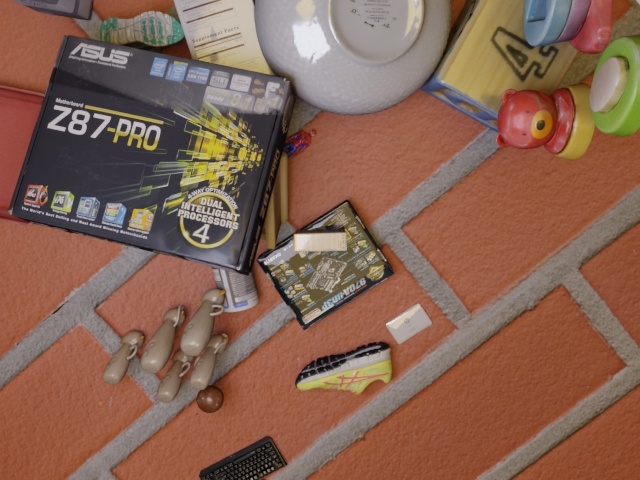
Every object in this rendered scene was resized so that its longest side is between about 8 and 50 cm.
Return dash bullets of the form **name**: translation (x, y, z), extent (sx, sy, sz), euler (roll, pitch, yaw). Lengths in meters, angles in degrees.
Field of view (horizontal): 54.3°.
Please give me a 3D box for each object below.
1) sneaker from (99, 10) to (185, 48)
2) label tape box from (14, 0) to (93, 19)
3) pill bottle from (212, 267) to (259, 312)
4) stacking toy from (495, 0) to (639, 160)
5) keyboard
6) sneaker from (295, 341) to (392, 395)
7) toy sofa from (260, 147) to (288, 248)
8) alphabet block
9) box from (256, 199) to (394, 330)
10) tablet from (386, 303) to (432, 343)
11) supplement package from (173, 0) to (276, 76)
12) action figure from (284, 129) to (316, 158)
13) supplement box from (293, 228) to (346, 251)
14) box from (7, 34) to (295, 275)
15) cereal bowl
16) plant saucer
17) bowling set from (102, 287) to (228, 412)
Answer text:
- **sneaker**: translation (-0.319, -0.384, 1.153), extent (0.167, 0.076, 0.064), euler (6, 99, 16)
- **label tape box**: translation (-0.464, -0.512, 1.009), extent (0.106, 0.333, 0.240), euler (11, 100, -2)
- **pill bottle**: translation (-0.173, 0.067, 1.239), extent (0.078, 0.078, 0.137), euler (-11, 100, 2)
- **stacking toy**: translation (0.352, -0.274, 0.894), extent (0.131, 0.279, 0.308), euler (3, 96, -2)
- **keyboard**: translation (-0.161, 0.506, 1.342), extent (0.180, 0.023, 0.108), euler (-29, 99, 5)
- **sneaker**: translation (0.052, 0.282, 1.275), extent (0.209, 0.081, 0.094), euler (-15, 102, 2)
- **toy sofa**: translation (-0.243, -0.101, 1.179), extent (0.363, 0.177, 0.150), euler (4, 124, 4)
- **alphabet block**: translation (0.320, -0.321, 1.118), extent (0.194, 0.192, 0.197), euler (28, 98, -6)
- **box**: translation (0.010, 0.049, 1.249), extent (0.220, 0.051, 0.175), euler (-33, 98, 5)
- **tablet**: translation (0.184, 0.173, 1.294), extent (0.083, 0.006, 0.054), euler (-34, 98, 5)
- **supplement package**: translation (-0.164, -0.356, 1.136), extent (0.134, 0.139, 0.244), euler (-16, 98, 2)
- **action figure**: translation (-0.057, -0.181, 1.223), extent (0.115, 0.030, 0.038), euler (-35, 93, 4)
- **supplement box**: translation (0.000, 0.000, 1.183), extent (0.099, 0.062, 0.036), euler (-1, 97, 2)
- **box**: translation (-0.268, -0.141, 1.024), extent (0.395, 0.097, 0.318), euler (14, 81, 7)
- **cereal bowl**: translation (0.068, -0.371, 1.026), extent (0.339, 0.141, 0.338), euler (-4, 106, -14)
- **plant saucer**: translation (-0.663, -0.179, 1.212), extent (0.259, 0.048, 0.258), euler (11, 100, -1)
- **bowling set**: translation (-0.266, 0.236, 1.241), extent (0.287, 0.154, 0.199), euler (-20, 121, 26)
